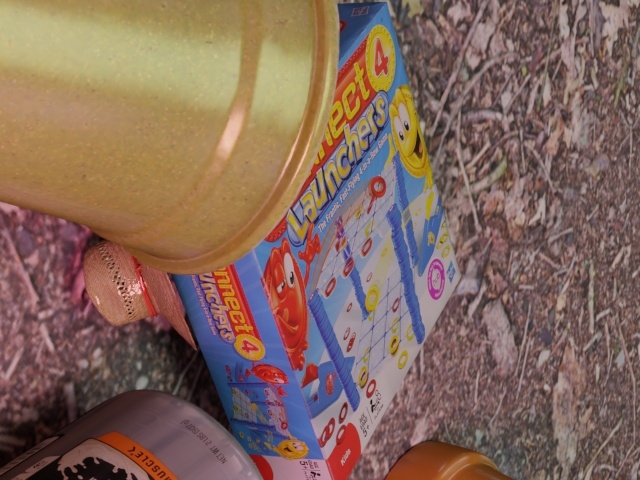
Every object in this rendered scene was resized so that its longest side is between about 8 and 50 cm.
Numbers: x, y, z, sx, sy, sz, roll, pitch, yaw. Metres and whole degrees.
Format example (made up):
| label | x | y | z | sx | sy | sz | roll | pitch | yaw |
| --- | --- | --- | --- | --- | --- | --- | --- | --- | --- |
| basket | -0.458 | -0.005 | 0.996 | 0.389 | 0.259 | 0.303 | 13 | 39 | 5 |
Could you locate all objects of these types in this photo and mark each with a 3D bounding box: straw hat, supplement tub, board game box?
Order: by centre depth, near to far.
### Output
| label | x | y | z | sx | sy | sz | roll | pitch | yaw |
| --- | --- | --- | --- | --- | --- | --- | --- | --- | --- |
| supplement tub | -0.190 | 0.250 | 1.027 | 0.316 | 0.194 | 0.193 | -33 | 122 | -46 |
| straw hat | -0.149 | 0.028 | 1.142 | 0.061 | 0.144 | 0.144 | -21 | 121 | -7 |
| board game box | 0.000 | 0.000 | 1.280 | 0.308 | 0.086 | 0.302 | -56 | 138 | -45 |

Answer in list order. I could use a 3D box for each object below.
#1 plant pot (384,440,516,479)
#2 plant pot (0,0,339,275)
| label | x | y | z | sx | sy | sz | roll | pitch | yaw |
| --- | --- | --- | --- | --- | --- | --- | --- | --- | --- |
| plant pot | 0.177 | 0.324 | 1.537 | 0.205 | 0.188 | 0.205 | -14 | 108 | -52 |
| plant pot | -0.174 | -0.125 | 0.948 | 0.254 | 0.276 | 0.276 | 8 | 90 | -42 |
